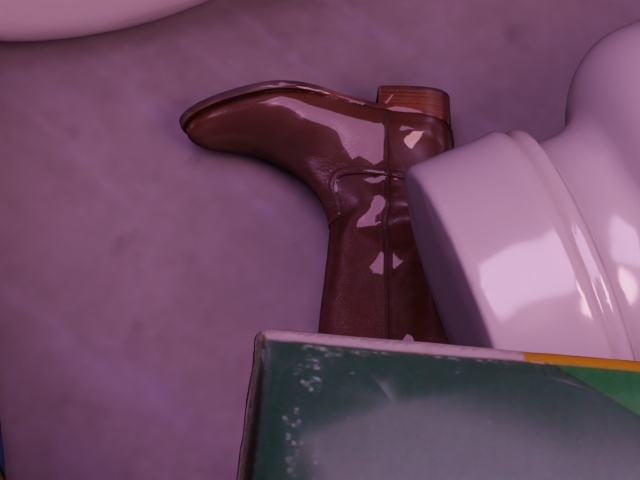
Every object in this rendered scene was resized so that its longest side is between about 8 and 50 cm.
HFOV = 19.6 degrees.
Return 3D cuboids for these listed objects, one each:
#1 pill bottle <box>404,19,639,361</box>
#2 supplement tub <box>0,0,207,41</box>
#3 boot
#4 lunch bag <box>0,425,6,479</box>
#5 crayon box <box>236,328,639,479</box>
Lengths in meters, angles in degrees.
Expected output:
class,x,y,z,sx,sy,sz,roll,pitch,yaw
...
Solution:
class,x,y,z,sx,sy,sz,roll,pitch,yaw
pill bottle,0.173,-0.016,0.599,0.272,0.152,0.152,-21,65,-4
supplement tub,-0.117,-0.266,0.693,0.235,0.235,0.325,-12,65,0
boot,0.000,0.000,0.674,0.106,0.037,0.114,-3,70,6
lunch bag,-0.260,0.040,0.598,0.293,0.138,0.221,-10,57,-5
crayon box,0.147,0.108,0.516,0.323,0.203,0.083,4,66,7
